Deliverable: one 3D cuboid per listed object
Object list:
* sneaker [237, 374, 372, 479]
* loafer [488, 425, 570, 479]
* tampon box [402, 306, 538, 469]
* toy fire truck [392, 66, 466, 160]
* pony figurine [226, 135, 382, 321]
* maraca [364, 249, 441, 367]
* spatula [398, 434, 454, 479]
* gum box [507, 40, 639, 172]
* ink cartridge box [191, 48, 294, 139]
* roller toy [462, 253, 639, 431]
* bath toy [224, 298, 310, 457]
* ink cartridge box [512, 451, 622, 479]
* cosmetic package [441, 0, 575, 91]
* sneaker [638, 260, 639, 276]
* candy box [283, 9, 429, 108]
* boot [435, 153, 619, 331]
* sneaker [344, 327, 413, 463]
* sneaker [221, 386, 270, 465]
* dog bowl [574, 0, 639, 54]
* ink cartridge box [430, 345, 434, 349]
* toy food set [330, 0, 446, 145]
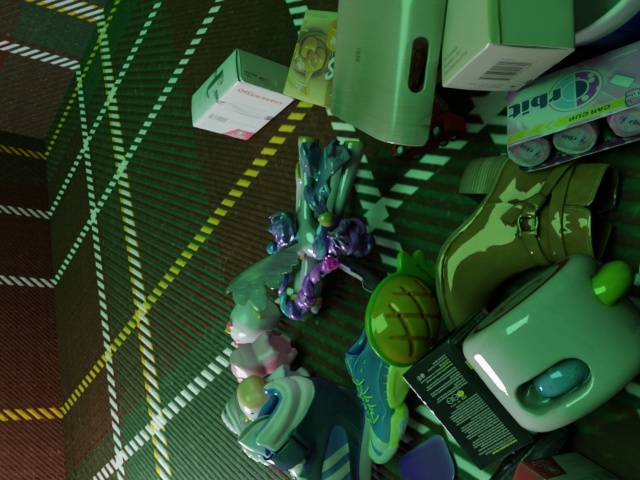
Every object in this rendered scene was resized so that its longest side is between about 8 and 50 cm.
[{"bbox_3d":[-0.038,0.392,1.087,0.130,0.236,0.323,156,125,-65],"label":"sneaker"},{"bbox_3d":[0.274,0.333,0.872,0.078,0.076,0.223,33,106,12],"label":"loafer"},{"bbox_3d":[0.219,0.197,0.871,0.161,0.120,0.101,50,129,11],"label":"tampon box"},{"bbox_3d":[0.193,-0.228,1.097,0.192,0.047,0.135,-24,64,49],"label":"toy fire truck"},{"bbox_3d":[0.000,0.000,1.165,0.351,0.302,0.364,-127,45,-83],"label":"pony figurine"},{"bbox_3d":[0.132,0.101,0.967,0.099,0.127,0.186,-17,39,55],"label":"maraca"},{"bbox_3d":[0.117,0.432,1.079,0.296,0.030,0.084,-53,39,33],"label":"spatula"},{"bbox_3d":[0.331,-0.168,0.832,0.188,0.062,0.107,-16,49,36],"label":"gum box"},{"bbox_3d":[-0.185,-0.338,1.519,0.218,0.158,0.092,-27,62,47],"label":"ink cartridge box"},{"bbox_3d":[0.280,0.124,0.758,0.146,0.191,0.209,51,168,9],"label":"roller toy"},{"bbox_3d":[-0.120,0.262,1.314,0.129,0.151,0.348,-54,39,24],"label":"bath toy"},{"bbox_3d":[0.321,0.352,0.749,0.176,0.128,0.127,25,103,52],"label":"ink cartridge box"},{"bbox_3d":[0.227,-0.361,0.807,0.160,0.113,0.310,147,122,-79],"label":"cosmetic package"},{"bbox_3d":[0.395,0.085,0.680,0.086,0.163,0.226,10,93,51],"label":"sneaker"},{"bbox_3d":[0.061,-0.341,1.257,0.316,0.087,0.183,30,108,50],"label":"candy box"},{"bbox_3d":[0.288,0.016,0.898,0.220,0.109,0.284,11,85,49],"label":"boot"},{"bbox_3d":[0.087,0.242,1.068,0.091,0.126,0.240,172,113,-81],"label":"sneaker"},{"bbox_3d":[-0.115,0.374,1.334,0.281,0.105,0.115,23,95,49],"label":"sneaker"},{"bbox_3d":[0.363,-0.380,0.829,0.265,0.104,0.265,-8,80,60],"label":"dog bowl"},{"bbox_3d":[0.189,0.216,1.030,0.048,0.028,0.083,26,103,52],"label":"ink cartridge box"},{"bbox_3d":[0.100,-0.285,0.995,0.306,0.092,0.220,-132,44,-63],"label":"toy food set"}]
